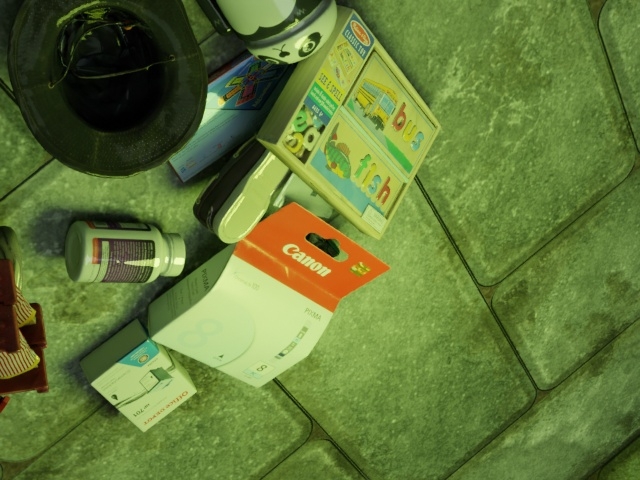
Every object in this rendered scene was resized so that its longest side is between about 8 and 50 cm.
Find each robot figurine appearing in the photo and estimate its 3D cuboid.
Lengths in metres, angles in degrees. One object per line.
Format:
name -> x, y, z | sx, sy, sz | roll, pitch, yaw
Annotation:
robot figurine -> -0.088, -0.410, 1.529 | 0.173, 0.209, 0.278 | -41, 123, -13

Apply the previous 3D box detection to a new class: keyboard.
keyboard -> -0.017, -0.084, 1.837 | 0.072, 0.014, 0.256 | -63, 159, 7

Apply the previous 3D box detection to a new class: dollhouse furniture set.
dollhouse furniture set -> -0.614, 0.158, 1.453 | 0.374, 0.152, 0.201 | -9, 155, -4

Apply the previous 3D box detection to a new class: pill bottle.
pill bottle -> -0.344, 0.022, 1.721 | 0.193, 0.108, 0.108 | 3, 118, -33

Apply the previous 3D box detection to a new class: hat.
hat -> -0.343, -0.265, 1.513 | 0.331, 0.134, 0.331 | -7, 105, -30

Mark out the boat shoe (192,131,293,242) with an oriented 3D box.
boat shoe -> -0.099, -0.144, 1.734 | 0.324, 0.096, 0.116 | -51, 145, -7

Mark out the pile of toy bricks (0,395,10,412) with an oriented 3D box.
pile of toy bricks -> -0.662, 0.341, 1.760 | 0.105, 0.118, 0.212 | 34, 118, -14

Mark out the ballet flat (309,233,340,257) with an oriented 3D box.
ballet flat -> 0.000, 0.000, 1.967 | 0.041, 0.041, 0.114 | -39, 131, -3

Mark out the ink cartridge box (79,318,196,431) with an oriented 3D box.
ink cartridge box -> -0.353, 0.266, 1.898 | 0.139, 0.082, 0.191 | -38, 131, -4

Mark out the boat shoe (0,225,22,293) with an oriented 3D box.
boat shoe -> -0.597, 0.136, 1.627 | 0.130, 0.132, 0.355 | 8, 114, -36

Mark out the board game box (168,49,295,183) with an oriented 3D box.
board game box -> -0.163, -0.233, 1.715 | 0.281, 0.027, 0.145 | -35, 135, -7

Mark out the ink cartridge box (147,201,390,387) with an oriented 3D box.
ink cartridge box -> -0.091, 0.119, 1.871 | 0.385, 0.091, 0.308 | -34, 136, 24

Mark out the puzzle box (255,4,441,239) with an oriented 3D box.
puzzle box -> 0.069, -0.200, 1.763 | 0.409, 0.052, 0.272 | 38, 77, -53
